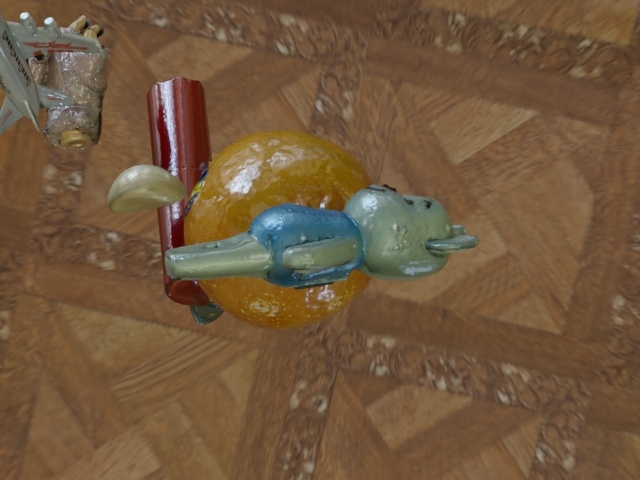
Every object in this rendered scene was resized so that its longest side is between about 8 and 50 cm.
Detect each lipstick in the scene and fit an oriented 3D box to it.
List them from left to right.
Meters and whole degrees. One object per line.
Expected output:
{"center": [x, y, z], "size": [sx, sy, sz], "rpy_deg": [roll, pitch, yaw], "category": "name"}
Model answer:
{"center": [-0.151, -0.059, 1.453], "size": [0.073, 0.073, 0.279], "rpy_deg": [-11, 58, 3], "category": "lipstick"}

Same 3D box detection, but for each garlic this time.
{"center": [-0.188, -0.053, 1.364], "size": [0.083, 0.053, 0.041], "rpy_deg": [-15, 57, 12], "category": "garlic"}

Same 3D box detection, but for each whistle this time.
{"center": [0.000, 0.000, 0.982], "size": [0.236, 0.114, 0.077], "rpy_deg": [-6, 102, -16], "category": "whistle"}

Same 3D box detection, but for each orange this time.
{"center": [-0.031, -0.010, 1.129], "size": [0.178, 0.155, 0.177], "rpy_deg": [11, 57, -18], "category": "orange"}

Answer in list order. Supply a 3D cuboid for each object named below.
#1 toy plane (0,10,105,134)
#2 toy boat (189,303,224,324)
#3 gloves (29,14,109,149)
{"center": [-0.276, -0.162, 1.129], "size": [0.162, 0.171, 0.065], "rpy_deg": [-23, 46, -6], "category": "toy plane"}
{"center": [-0.118, 0.033, 1.485], "size": [0.055, 0.060, 0.141], "rpy_deg": [27, 66, -21], "category": "toy boat"}
{"center": [-0.282, -0.174, 1.447], "size": [0.094, 0.110, 0.144], "rpy_deg": [-6, 58, -11], "category": "gloves"}
